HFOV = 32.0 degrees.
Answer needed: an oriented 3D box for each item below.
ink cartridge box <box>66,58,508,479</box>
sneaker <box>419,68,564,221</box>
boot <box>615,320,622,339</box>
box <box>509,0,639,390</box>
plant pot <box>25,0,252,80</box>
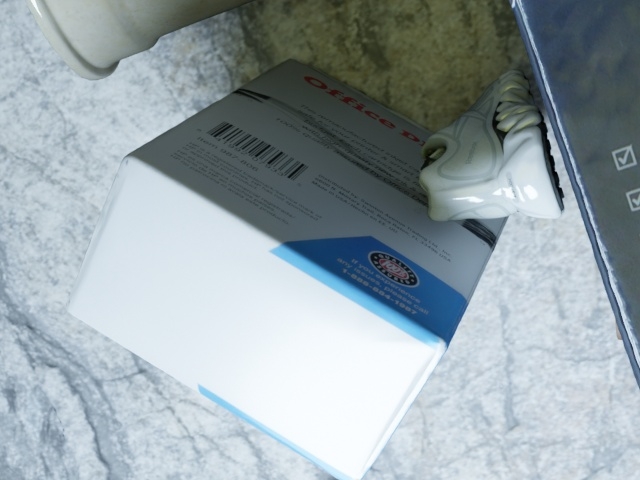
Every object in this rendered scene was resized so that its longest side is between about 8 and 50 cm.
[{"bbox_3d":[0.000,0.000,1.033,0.285,0.395,0.166,31,117,6],"label":"ink cartridge box"},{"bbox_3d":[0.148,-0.084,1.016,0.118,0.292,0.110,-16,102,12],"label":"sneaker"},{"bbox_3d":[0.388,-0.024,1.062,0.220,0.109,0.284,-3,107,19],"label":"boot"},{"bbox_3d":[0.434,-0.060,0.824,0.479,0.297,0.472,-18,89,14],"label":"box"},{"bbox_3d":[-0.105,-0.341,1.026,0.305,0.334,0.334,-10,103,8],"label":"plant pot"}]
